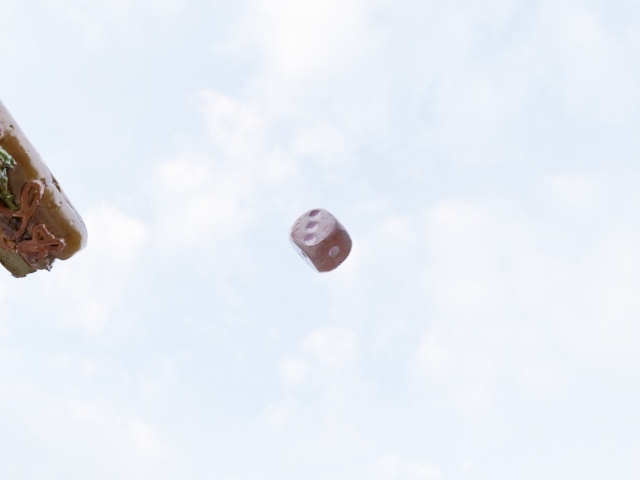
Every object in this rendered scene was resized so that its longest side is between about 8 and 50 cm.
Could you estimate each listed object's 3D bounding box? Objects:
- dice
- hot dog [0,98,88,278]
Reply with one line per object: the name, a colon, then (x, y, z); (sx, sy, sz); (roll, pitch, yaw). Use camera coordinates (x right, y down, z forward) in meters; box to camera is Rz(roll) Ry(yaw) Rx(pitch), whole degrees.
dice: (0.000, 0.000, 1.012); (0.093, 0.091, 0.094); (-40, -43, -10)
hot dog: (-0.515, -0.095, 0.828); (0.158, 0.117, 0.349); (-21, -70, 9)
